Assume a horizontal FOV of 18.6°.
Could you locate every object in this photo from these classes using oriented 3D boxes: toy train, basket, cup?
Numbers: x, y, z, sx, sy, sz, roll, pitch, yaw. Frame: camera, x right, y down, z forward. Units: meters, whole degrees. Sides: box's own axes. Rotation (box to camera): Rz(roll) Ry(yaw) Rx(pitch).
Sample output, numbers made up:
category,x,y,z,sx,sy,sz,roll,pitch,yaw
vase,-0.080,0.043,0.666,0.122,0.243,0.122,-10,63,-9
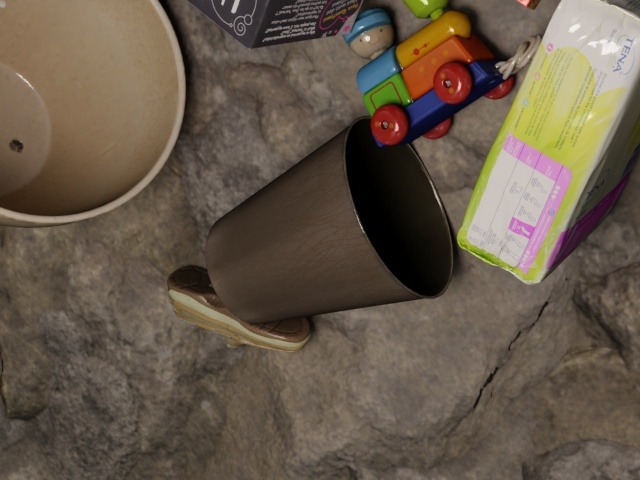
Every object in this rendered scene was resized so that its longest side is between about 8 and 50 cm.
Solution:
category,x,y,z,sx,sy,sz,roll,pitch,yaw
toy train,0.136,-0.207,1.978,0.248,0.105,0.143,-33,78,34
basket,0.000,0.000,2.099,0.227,0.154,0.204,-23,95,37
cup,-0.344,-0.152,2.156,0.331,0.331,0.237,58,150,-2

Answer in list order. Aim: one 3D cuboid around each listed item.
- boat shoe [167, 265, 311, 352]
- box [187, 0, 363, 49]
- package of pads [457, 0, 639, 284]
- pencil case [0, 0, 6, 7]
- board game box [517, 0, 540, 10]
category,x,y,z,sx,sy,sz,roll,pitch,yaw
boat shoe,-0.091,0.092,2.238,0.190,0.068,0.072,24,131,30
box,-0.078,-0.318,1.978,0.247,0.163,0.142,41,124,28
package of pads,0.253,-0.121,1.861,0.101,0.229,0.297,30,120,16
pencil case,-0.297,-0.450,1.990,0.183,0.159,0.410,174,101,-69
board game box,0.197,-0.342,1.882,0.146,0.045,0.193,35,102,13
